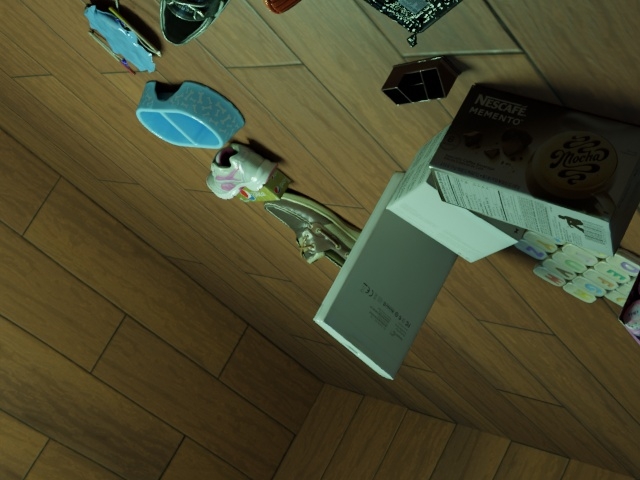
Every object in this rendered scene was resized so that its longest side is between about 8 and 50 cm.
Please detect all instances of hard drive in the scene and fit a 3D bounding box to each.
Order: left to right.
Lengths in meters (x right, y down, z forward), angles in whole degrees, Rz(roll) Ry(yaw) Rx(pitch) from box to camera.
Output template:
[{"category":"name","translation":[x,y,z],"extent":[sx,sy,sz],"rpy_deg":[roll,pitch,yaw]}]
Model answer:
[{"category":"hard drive","translation":[0.150,0.071,2.075],"extent":[0.233,0.353,0.047],"rpy_deg":[42,159,-33]}]

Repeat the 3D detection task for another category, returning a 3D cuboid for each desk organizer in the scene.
[{"category":"desk organizer","translation":[0.160,-0.256,1.656],"extent":[0.047,0.050,0.130],"rpy_deg":[39,160,-28]}]

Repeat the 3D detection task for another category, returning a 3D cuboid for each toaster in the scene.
[{"category":"toaster","translation":[0.113,-0.366,1.330],"extent":[0.168,0.110,0.186],"rpy_deg":[34,162,-11]}]

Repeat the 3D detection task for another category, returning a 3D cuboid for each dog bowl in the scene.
[{"category":"dog bowl","translation":[-0.300,-0.276,2.285],"extent":[0.297,0.074,0.166],"rpy_deg":[9,153,47]}]

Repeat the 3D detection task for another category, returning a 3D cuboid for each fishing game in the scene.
[{"category":"fishing game","translation":[-0.410,-0.422,2.115],"extent":[0.189,0.041,0.264],"rpy_deg":[42,166,-13]}]

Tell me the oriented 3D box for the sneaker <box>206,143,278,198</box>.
[{"category":"sneaker","translation":[-0.205,-0.174,2.398],"extent":[0.111,0.103,0.252],"rpy_deg":[42,153,-22]}]

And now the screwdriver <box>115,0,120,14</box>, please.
[{"category":"screwdriver","translation":[-0.397,-0.474,1.994],"extent":[0.024,0.025,0.170],"rpy_deg":[29,171,0]}]

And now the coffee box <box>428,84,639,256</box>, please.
[{"category":"coffee box","translation":[0.340,-0.112,1.582],"extent":[0.297,0.168,0.119],"rpy_deg":[21,160,28]}]

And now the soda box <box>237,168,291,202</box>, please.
[{"category":"soda box","translation":[-0.148,-0.134,2.465],"extent":[0.061,0.058,0.181],"rpy_deg":[39,160,-26]}]

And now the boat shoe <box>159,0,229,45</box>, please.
[{"category":"boat shoe","translation":[-0.196,-0.408,1.678],"extent":[0.121,0.119,0.335],"rpy_deg":[30,163,-3]}]

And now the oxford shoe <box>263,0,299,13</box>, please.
[{"category":"oxford shoe","translation":[-0.073,-0.427,1.517],"extent":[0.098,0.097,0.271],"rpy_deg":[53,177,15]}]

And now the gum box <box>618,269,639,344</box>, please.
[{"category":"gum box","translation":[0.583,0.094,1.735],"extent":[0.062,0.188,0.107],"rpy_deg":[8,153,50]}]

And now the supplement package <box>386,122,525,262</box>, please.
[{"category":"supplement package","translation":[0.259,-0.086,1.806],"extent":[0.194,0.149,0.203],"rpy_deg":[32,162,-7]}]

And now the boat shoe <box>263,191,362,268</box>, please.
[{"category":"boat shoe","translation":[0.000,0.000,2.493],"extent":[0.342,0.123,0.123],"rpy_deg":[31,162,-5]}]

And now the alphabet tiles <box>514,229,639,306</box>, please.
[{"category":"alphabet tiles","translation":[0.521,0.055,2.004],"extent":[0.278,0.021,0.284],"rpy_deg":[29,162,1]}]
